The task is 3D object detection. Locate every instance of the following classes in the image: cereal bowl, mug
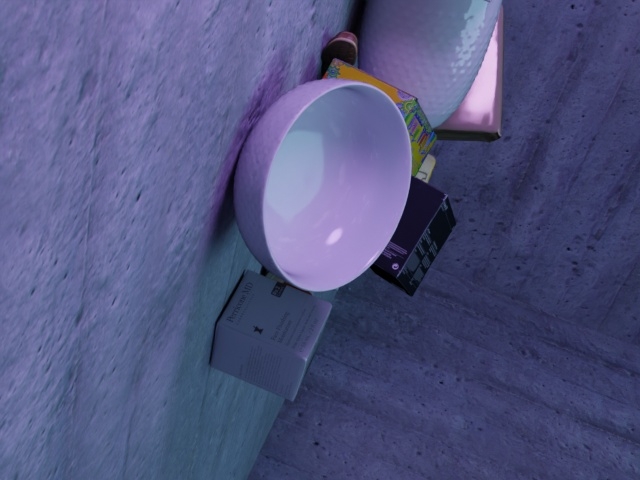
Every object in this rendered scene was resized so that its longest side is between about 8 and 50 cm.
[{"bbox_3d":[-0.013,-0.096,1.553,0.339,0.141,0.338,-21,120,-41],"label":"cereal bowl"},{"bbox_3d":[0.236,-0.432,2.092,0.374,0.276,0.328,-38,146,-56],"label":"mug"}]

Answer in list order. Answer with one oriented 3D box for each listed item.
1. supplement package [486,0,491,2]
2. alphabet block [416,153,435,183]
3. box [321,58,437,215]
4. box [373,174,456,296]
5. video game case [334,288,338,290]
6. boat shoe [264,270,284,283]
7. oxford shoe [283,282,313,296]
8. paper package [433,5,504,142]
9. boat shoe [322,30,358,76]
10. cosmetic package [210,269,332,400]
[{"bbox_3d":[0.228,-0.581,1.761,0.198,0.263,0.199,-56,166,-62],"label":"supplement package"},{"bbox_3d":[0.123,-0.156,2.307,0.197,0.192,0.193,19,95,-49],"label":"alphabet block"},{"bbox_3d":[0.064,-0.147,1.840,0.279,0.177,0.290,-61,164,-1],"label":"box"},{"bbox_3d":[0.174,-0.007,1.919,0.184,0.103,0.261,-56,164,-3],"label":"box"},{"bbox_3d":[0.000,0.000,2.186,0.023,0.193,0.212,39,68,-47],"label":"video game case"},{"bbox_3d":[-0.010,0.026,2.083,0.302,0.098,0.109,-42,-171,26],"label":"boat shoe"},{"bbox_3d":[-0.090,0.145,2.372,0.098,0.097,0.271,-50,172,8],"label":"oxford shoe"},{"bbox_3d":[0.294,-0.412,2.403,0.168,0.310,0.324,26,67,-85],"label":"paper package"},{"bbox_3d":[0.039,-0.358,1.843,0.178,0.064,0.060,113,-5,-76],"label":"boat shoe"},{"bbox_3d":[-0.097,0.184,1.887,0.151,0.184,0.151,106,7,-48],"label":"cosmetic package"}]
